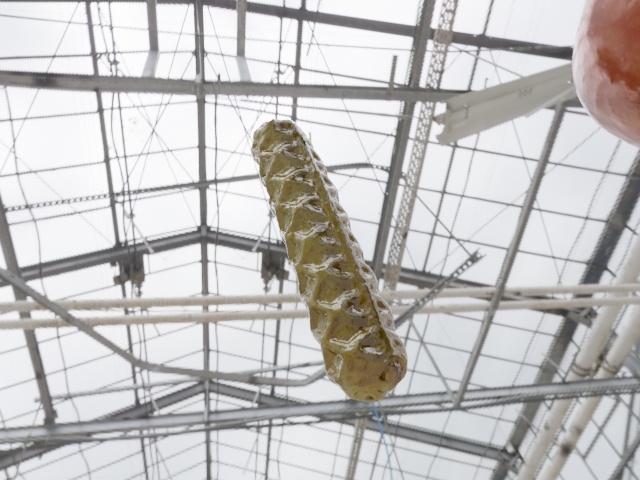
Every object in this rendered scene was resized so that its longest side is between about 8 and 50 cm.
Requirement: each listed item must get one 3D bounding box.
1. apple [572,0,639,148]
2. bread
[{"bbox_3d":[0.330,-0.192,0.432,0.251,0.206,0.272,54,-125,-39],"label":"apple"},{"bbox_3d":[-0.001,0.000,0.577,0.077,0.368,0.084,-33,-35,16],"label":"bread"}]
